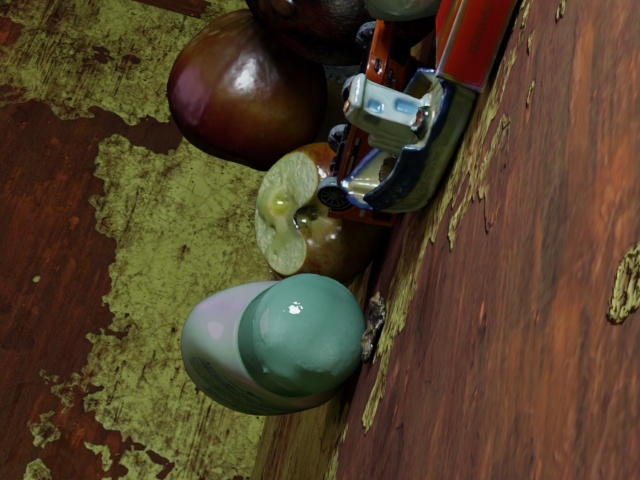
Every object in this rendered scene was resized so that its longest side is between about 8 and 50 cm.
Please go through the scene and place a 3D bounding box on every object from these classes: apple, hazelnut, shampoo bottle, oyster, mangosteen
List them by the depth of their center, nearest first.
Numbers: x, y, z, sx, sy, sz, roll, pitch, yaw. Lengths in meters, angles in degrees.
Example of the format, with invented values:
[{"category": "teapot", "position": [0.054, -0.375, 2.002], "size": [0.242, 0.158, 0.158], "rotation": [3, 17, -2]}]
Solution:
[{"category": "oyster", "position": [0.058, 0.097, 1.408], "size": [0.054, 0.019, 0.083], "rotation": [-86, 12, -77]}, {"category": "mangosteen", "position": [0.054, -0.386, 1.562], "size": [0.359, 0.306, 0.306], "rotation": [-37, -18, -30]}, {"category": "shampoo bottle", "position": [-0.054, 0.135, 1.596], "size": [0.151, 0.222, 0.349], "rotation": [-63, 11, -19]}, {"category": "apple", "position": [0.006, -0.031, 1.630], "size": [0.173, 0.160, 0.195], "rotation": [-179, 93, -73]}, {"category": "hazelnut", "position": [-0.102, -0.214, 1.711], "size": [0.251, 0.217, 0.217], "rotation": [54, 133, 54]}]

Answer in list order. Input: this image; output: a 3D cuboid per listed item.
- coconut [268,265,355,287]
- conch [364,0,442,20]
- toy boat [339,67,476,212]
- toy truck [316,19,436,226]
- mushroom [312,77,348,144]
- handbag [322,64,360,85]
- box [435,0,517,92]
[{"category": "coconut", "position": [0.000, 0.000, 1.816], "size": [0.147, 0.152, 0.147], "rotation": [-12, -76, -60]}, {"category": "conch", "position": [0.111, -0.297, 1.285], "size": [0.185, 0.121, 0.221], "rotation": [-48, -11, 32]}, {"category": "toy boat", "position": [0.071, -0.102, 1.255], "size": [0.262, 0.115, 0.114], "rotation": [111, 174, -63]}, {"category": "toy truck", "position": [0.071, -0.131, 1.427], "size": [0.253, 0.114, 0.107], "rotation": [107, 178, -51]}, {"category": "mushroom", "position": [0.034, -0.153, 1.874], "size": [0.206, 0.209, 0.206], "rotation": [174, 90, -67]}, {"category": "handbag", "position": [0.066, -0.356, 2.025], "size": [0.089, 0.175, 0.270], "rotation": [-85, 9, -63]}, {"category": "box", "position": [0.144, -0.219, 1.134], "size": [0.175, 0.048, 0.112], "rotation": [-79, 7, -61]}]
